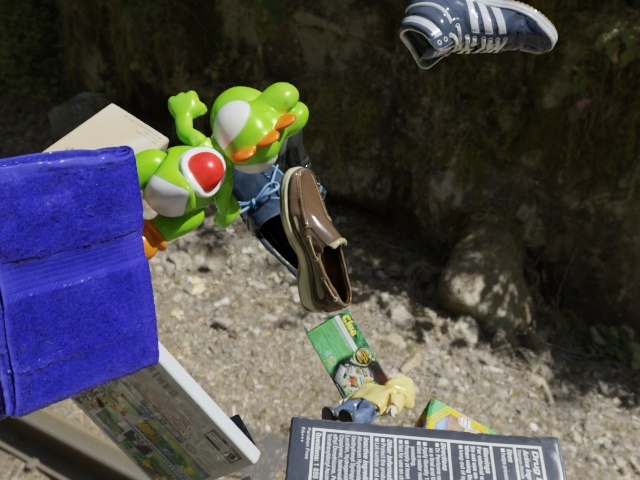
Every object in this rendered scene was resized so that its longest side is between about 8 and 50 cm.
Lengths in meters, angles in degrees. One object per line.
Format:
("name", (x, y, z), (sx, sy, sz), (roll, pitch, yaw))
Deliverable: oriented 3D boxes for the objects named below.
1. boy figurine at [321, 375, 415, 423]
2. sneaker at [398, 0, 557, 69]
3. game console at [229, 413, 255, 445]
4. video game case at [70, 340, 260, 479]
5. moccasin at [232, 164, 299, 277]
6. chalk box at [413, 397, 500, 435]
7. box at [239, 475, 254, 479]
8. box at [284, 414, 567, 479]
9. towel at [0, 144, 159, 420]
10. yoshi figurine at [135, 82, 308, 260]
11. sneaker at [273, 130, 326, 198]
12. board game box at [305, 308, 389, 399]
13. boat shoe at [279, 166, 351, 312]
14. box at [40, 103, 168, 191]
("boy figurine", (0.126, 0.399, 1.416), (0.177, 0.092, 0.285), (-8, -1, 42))
("sneaker", (0.278, -0.368, 1.067), (0.282, 0.153, 0.099), (25, -12, 1))
("game console", (-0.262, 0.595, 1.715), (0.071, 0.107, 0.122), (2, 37, -42))
("video game case", (-0.329, 0.376, 1.209), (0.300, 0.329, 0.036), (-33, 13, 31))
("moccasin", (-0.090, -0.055, 1.186), (0.342, 0.138, 0.117), (45, 18, 1))
("chalk box", (0.186, 0.375, 0.896), (0.132, 0.132, 0.213), (28, 25, 8))
("box", (-0.174, 0.561, 1.268), (0.083, 0.052, 0.062), (-25, 56, -8))
("box", (0.101, 0.365, 0.604), (0.294, 0.183, 0.296), (4, 50, 3))
("towel", (-0.309, 0.048, 0.703), (0.227, 0.308, 0.076), (-16, 23, -36))
("yoshi figurine", (-0.190, -0.132, 0.945), (0.362, 0.203, 0.203), (-36, 68, -10))
("sneaker", (-0.057, -0.156, 1.410), (0.139, 0.341, 0.125), (-2, 36, -10))
("board game box", (0.081, 0.329, 1.580), (0.136, 0.260, 0.030), (-29, -1, -6))
("boat shoe", (0.005, -0.002, 1.001), (0.095, 0.258, 0.095), (-3, 15, 37))
("box", (-0.439, -0.116, 1.110), (0.148, 0.121, 0.311), (32, 42, -4))
